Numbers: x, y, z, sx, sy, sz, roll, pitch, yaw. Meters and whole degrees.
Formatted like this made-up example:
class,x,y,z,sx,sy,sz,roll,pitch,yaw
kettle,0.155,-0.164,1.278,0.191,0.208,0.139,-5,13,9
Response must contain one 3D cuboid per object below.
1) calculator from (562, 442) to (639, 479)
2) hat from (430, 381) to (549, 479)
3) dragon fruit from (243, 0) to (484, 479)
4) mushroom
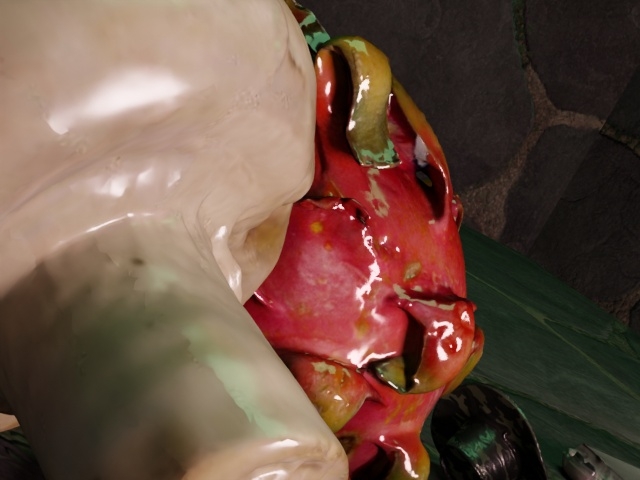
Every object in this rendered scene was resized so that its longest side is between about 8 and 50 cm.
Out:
class,x,y,z,sx,sy,sz,roll,pitch,yaw
calculator,0.312,0.248,1.475,0.175,0.032,0.100,26,9,-29
hat,0.127,0.173,1.177,0.121,0.121,0.050,34,47,29
dragon fruit,-0.011,0.013,0.967,0.307,0.243,0.227,52,-19,-28
mushroom,-0.100,0.023,0.645,0.290,0.292,0.292,54,17,21
